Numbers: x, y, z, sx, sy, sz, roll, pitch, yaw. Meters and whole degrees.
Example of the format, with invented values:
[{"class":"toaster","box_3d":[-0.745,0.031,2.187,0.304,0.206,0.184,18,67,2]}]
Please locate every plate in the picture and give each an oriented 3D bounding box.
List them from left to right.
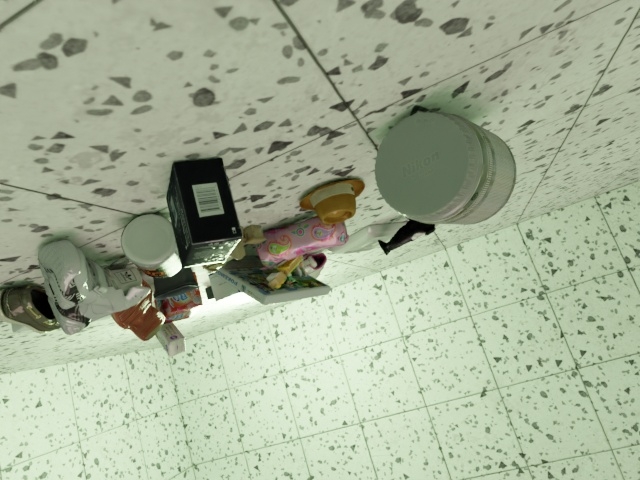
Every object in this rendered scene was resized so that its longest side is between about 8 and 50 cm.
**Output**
[{"class":"plate","box_3d":[0.212,-0.003,1.870,0.277,0.045,0.278,-7,164,-40]}]

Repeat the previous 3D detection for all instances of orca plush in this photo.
[{"class":"orca plush","box_3d":[0.345,-0.066,1.717,0.287,0.102,0.151,-28,-162,20]}]

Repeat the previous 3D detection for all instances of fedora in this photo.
[{"class":"fedora","box_3d":[0.040,-0.093,1.165,0.194,0.079,0.194,-17,168,-4]}]

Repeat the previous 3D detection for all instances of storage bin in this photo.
[{"class":"storage bin","box_3d":[-0.457,0.122,1.390,0.135,0.091,0.098,-20,167,13]}]

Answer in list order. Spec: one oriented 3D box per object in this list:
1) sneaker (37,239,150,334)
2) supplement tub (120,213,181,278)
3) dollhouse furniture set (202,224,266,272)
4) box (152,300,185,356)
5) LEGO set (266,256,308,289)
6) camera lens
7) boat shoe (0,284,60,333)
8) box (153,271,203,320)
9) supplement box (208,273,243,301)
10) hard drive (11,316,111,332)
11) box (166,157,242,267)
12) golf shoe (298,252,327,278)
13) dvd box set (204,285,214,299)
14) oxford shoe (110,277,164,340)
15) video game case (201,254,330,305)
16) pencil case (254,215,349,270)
[{"class":"sneaker","box_3d":[-0.535,0.088,1.064,0.210,0.137,0.366,-25,162,-37]},{"class":"supplement tub","box_3d":[-0.372,0.021,1.007,0.117,0.117,0.190,-15,167,-12]},{"class":"dollhouse furniture set","box_3d":[-0.266,0.035,1.246,0.182,0.101,0.161,-25,165,32]},{"class":"box","box_3d":[-0.617,0.336,1.724,0.063,0.067,0.324,-13,-152,-35]},{"class":"LEGO set","box_3d":[-0.099,0.096,1.423,0.132,0.107,0.287,-20,-159,-1]},{"class":"camera lens","box_3d":[0.269,-0.143,0.932,0.219,0.219,0.274,-27,165,36]},{"class":"boat shoe","box_3d":[-0.765,0.191,1.227,0.091,0.109,0.305,-12,163,-4]},{"class":"box","box_3d":[-0.525,0.215,1.611,0.122,0.128,0.257,-9,166,-30]},{"class":"supplement box","box_3d":[-0.319,0.168,1.732,0.111,0.114,0.220,-23,168,20]},{"class":"hard drive","box_3d":[-0.846,0.251,1.533,0.210,0.040,0.318,-25,166,30]},{"class":"box","box_3d":[-0.223,-0.046,0.827,0.093,0.156,0.158,-11,166,-26]},{"class":"golf shoe","box_3d":[-0.101,0.113,1.839,0.306,0.115,0.140,-15,158,-42]},{"class":"dvd box set","box_3d":[-0.316,0.218,2.063,0.307,0.062,0.420,-19,168,3]},{"class":"oxford shoe","box_3d":[-0.616,0.195,1.389,0.140,0.146,0.397,-51,164,-31]},{"class":"video game case","box_3d":[-0.174,0.119,1.458,0.300,0.036,0.329,25,-166,33]},{"class":"pencil case","box_3d":[-0.059,-0.003,1.328,0.284,0.124,0.124,-19,167,3]}]
